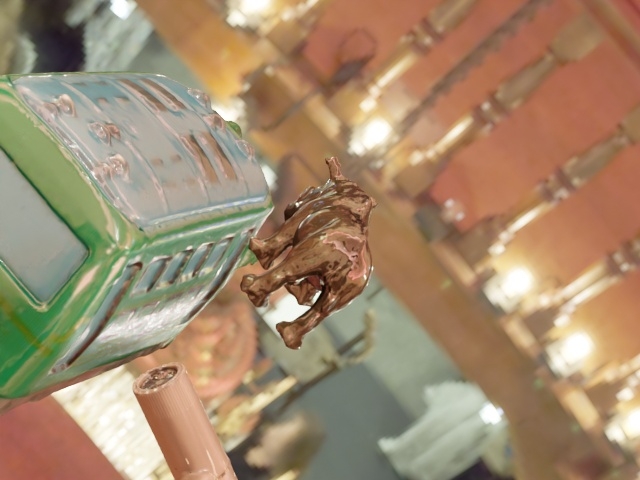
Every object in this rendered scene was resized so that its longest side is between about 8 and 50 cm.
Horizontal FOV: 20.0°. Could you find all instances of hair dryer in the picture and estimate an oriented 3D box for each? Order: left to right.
[{"bbox_3d":[-0.124,0.238,1.575,0.220,0.054,0.195,-69,139,-63],"label":"hair dryer"}]

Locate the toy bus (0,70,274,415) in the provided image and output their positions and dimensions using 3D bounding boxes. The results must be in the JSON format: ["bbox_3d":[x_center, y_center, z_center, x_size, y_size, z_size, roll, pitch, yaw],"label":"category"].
[{"bbox_3d":[-0.170,-0.016,1.279,0.183,0.199,0.343,47,17,8],"label":"toy bus"}]

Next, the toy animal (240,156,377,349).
[{"bbox_3d":[0.000,0.000,0.909,0.047,0.065,0.135,46,14,-12],"label":"toy animal"}]
